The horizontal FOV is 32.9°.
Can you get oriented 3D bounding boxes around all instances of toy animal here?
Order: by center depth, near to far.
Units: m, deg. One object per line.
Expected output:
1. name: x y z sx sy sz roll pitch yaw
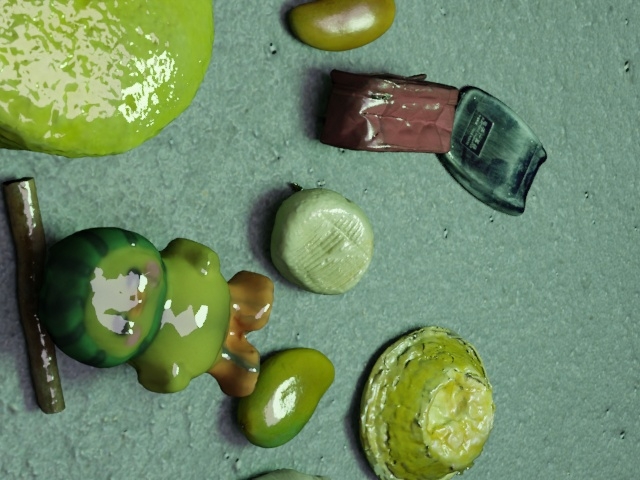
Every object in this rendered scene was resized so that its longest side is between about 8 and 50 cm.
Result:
1. toy animal: -0.239 0.095 1.492 0.338 0.191 0.216 19 81 -41

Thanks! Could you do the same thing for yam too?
1. yam: -0.387 0.077 1.476 0.045 0.045 0.327 -32 120 -64

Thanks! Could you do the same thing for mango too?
1. mango: 0.038 -0.351 1.712 0.184 0.085 0.102 -21 108 -27
2. mango: -0.059 0.242 1.722 0.122 0.085 0.191 47 59 -20

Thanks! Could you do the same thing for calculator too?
1. calculator: 0.312 -0.165 1.973 0.268 0.040 0.177 32 75 -31

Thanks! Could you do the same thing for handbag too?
1. handbag: 0.113 -0.207 1.749 0.225 0.146 0.135 1 101 -37

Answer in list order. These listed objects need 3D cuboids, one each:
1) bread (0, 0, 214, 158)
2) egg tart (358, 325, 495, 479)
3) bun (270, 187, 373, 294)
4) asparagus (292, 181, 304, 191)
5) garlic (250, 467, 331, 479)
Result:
1. bread: -0.327 -0.264 1.309 0.348 0.308 0.348 -1 91 -33
2. egg tart: 0.205 0.304 1.901 0.315 0.120 0.315 -5 98 -36
3. bun: 0.000 0.000 1.718 0.164 0.111 0.188 -45 121 4
4. asparagus: 0.003 -0.047 1.769 0.016 0.016 0.163 -45 123 7
5. garlic: -0.029 0.460 1.677 0.218 0.212 0.218 4 80 -25
